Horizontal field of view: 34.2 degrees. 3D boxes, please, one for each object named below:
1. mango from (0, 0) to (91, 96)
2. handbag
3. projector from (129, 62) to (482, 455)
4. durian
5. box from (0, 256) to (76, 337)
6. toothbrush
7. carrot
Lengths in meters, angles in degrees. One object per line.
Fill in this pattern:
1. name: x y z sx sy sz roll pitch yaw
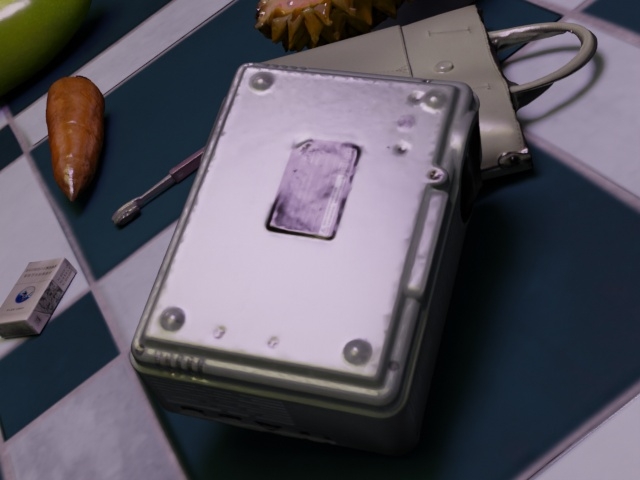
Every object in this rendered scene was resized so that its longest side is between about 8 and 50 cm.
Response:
1. mango: -0.468 -0.291 1.473 0.343 0.156 0.192 -31 43 -2
2. handbag: 0.083 -0.112 0.902 0.315 0.109 0.241 -13 39 7
3. projector: 0.000 0.000 0.716 0.191 0.099 0.257 9 60 16
4. durian: 0.087 -0.285 1.042 0.191 0.112 0.341 8 47 41
5. box: -0.281 0.056 1.021 0.054 0.024 0.083 -7 42 31
6. toothbrush: -0.133 -0.076 1.066 0.194 0.014 0.017 -37 35 -5
7. carrot: -0.281 -0.107 1.180 0.072 0.072 0.205 -26 38 11
